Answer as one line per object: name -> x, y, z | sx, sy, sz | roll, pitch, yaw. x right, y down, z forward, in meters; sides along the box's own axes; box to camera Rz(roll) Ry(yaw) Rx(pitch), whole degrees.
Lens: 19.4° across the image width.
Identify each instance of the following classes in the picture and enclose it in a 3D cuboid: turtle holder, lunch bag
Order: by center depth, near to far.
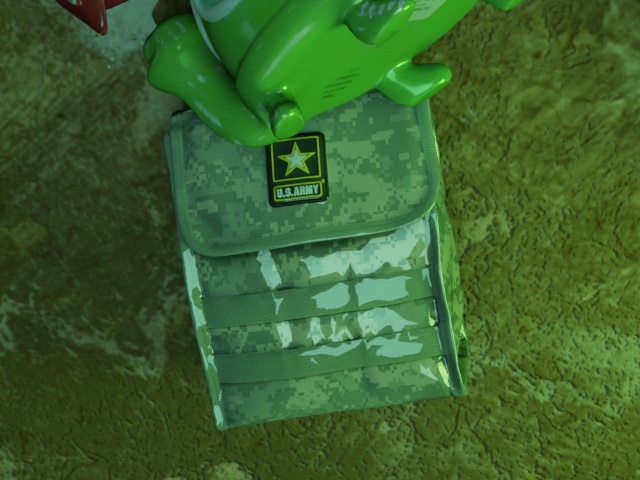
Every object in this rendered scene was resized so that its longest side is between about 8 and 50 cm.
turtle holder -> 0.002, -0.216, 1.518 | 0.243, 0.320, 0.227 | -27, 76, -24
lunch bag -> 0.000, 0.000, 1.650 | 0.235, 0.169, 0.287 | -8, 106, 8

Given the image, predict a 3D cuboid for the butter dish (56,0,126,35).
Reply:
butter dish -> -0.172, -0.267, 1.554 | 0.118, 0.160, 0.160 | -15, 115, -19
